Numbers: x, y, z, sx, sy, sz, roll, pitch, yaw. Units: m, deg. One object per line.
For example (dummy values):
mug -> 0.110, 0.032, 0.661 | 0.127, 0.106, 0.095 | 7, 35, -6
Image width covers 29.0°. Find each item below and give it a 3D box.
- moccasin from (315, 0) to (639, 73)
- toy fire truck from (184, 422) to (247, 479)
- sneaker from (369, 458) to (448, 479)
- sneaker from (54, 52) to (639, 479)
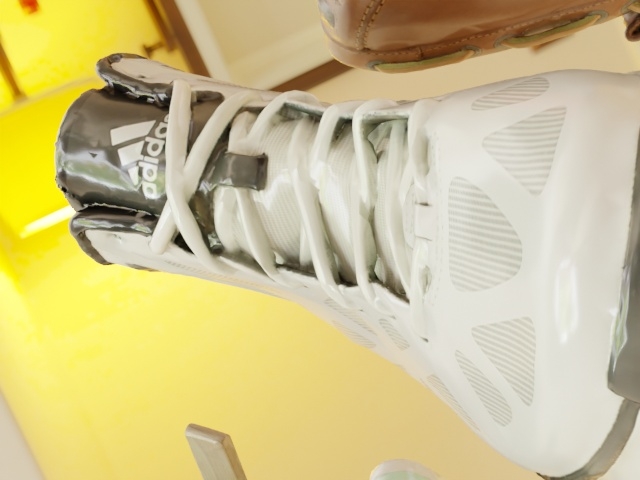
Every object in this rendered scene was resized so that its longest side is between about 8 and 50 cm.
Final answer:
moccasin -> 0.183, -0.178, 0.725 | 0.380, 0.139, 0.147 | -20, 149, -7
toy fire truck -> -0.145, 0.280, 1.158 | 0.217, 0.246, 0.158 | 12, 180, 10
sneaker -> 0.156, 0.333, 1.230 | 0.094, 0.256, 0.151 | -52, -161, 36
sneaker -> 0.000, 0.001, 0.546 | 0.258, 0.169, 0.447 | 9, 179, -5
